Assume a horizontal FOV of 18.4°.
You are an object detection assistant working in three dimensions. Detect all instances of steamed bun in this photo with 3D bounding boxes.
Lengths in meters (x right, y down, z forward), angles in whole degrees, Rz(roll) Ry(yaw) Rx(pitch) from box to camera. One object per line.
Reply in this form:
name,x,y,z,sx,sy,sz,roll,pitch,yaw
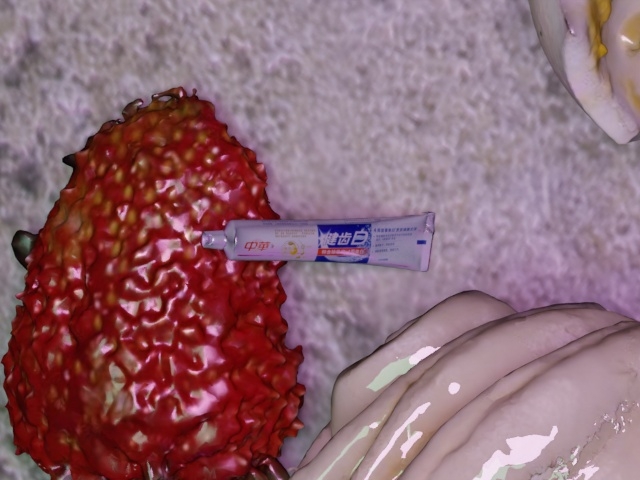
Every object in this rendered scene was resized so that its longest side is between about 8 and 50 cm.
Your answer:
steamed bun,0.133,0.150,1.275,0.339,0.352,0.247,-12,74,7

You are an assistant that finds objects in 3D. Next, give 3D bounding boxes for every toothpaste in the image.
toothpaste,0.000,0.000,1.384,0.169,0.028,0.045,1,104,-19

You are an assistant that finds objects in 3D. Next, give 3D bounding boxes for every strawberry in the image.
strawberry,-0.140,0.052,1.423,0.233,0.138,0.306,-3,103,19

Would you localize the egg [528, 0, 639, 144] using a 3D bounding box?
egg,0.241,-0.160,1.244,0.271,0.162,0.206,-7,66,-13
